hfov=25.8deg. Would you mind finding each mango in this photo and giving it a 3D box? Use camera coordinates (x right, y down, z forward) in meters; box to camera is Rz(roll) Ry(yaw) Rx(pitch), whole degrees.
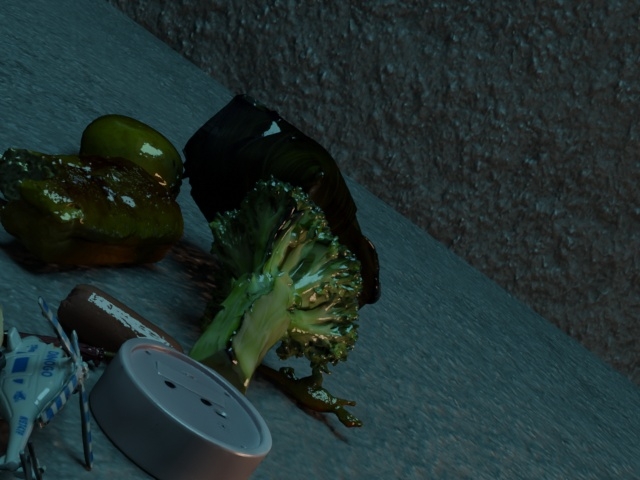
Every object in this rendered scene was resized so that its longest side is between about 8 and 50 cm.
[{"bbox_3d":[-0.303,-0.128,2.188,0.167,0.130,0.262,28,8,-20],"label":"mango"}]

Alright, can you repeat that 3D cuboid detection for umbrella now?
[{"bbox_3d":[-0.284,0.118,1.535,0.165,0.025,0.027,19,40,-47],"label":"umbrella"}]

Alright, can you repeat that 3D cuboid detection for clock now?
[{"bbox_3d":[-0.151,0.192,1.519,0.197,0.068,0.197,35,12,-8],"label":"clock"}]

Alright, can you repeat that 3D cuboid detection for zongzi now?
[{"bbox_3d":[0.000,0.000,2.086,0.403,0.208,0.432,55,-13,-26],"label":"zongzi"}]

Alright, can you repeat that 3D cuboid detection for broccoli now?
[{"bbox_3d":[-0.077,0.112,1.800,0.221,0.252,0.361,10,46,11],"label":"broccoli"}]

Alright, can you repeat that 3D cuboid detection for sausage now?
[{"bbox_3d":[-0.233,0.108,1.625,0.154,0.062,0.062,34,12,-5],"label":"sausage"}]

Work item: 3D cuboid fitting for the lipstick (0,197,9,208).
[{"bbox_3d":[-0.439,-0.058,1.793,0.094,0.019,0.019,28,14,-35],"label":"lipstick"}]

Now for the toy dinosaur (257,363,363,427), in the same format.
[{"bbox_3d":[-0.027,0.206,1.901,0.162,0.039,0.126,10,30,-29],"label":"toy dinosaur"}]

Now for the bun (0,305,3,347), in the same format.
[{"bbox_3d":[-0.375,0.079,1.248,0.183,0.102,0.183,23,31,-15],"label":"bun"}]

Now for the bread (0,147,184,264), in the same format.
[{"bbox_3d":[-0.319,-0.054,1.870,0.185,0.109,0.380,45,12,13],"label":"bread"}]

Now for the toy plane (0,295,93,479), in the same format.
[{"bbox_3d":[-0.274,0.165,1.299,0.273,0.107,0.182,-96,177,-50],"label":"toy plane"}]
